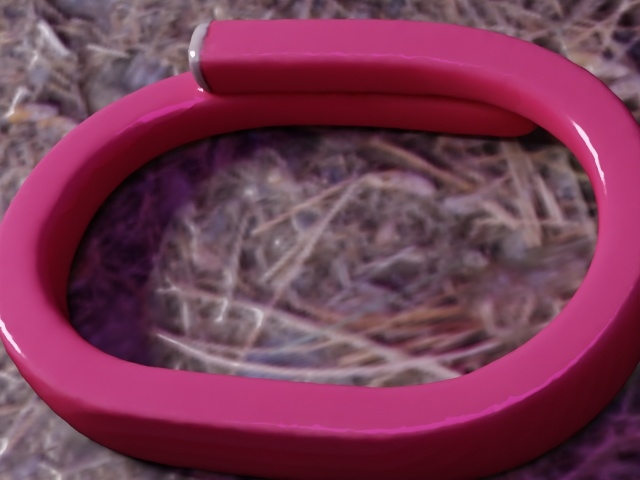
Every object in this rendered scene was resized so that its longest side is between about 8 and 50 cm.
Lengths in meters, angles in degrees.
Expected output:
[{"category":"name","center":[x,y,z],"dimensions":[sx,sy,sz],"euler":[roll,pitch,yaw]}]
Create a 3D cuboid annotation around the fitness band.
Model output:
[{"category":"fitness band","center":[0.000,0.000,0.819],"dimensions":[0.290,0.054,0.209],"euler":[3,55,20]}]
